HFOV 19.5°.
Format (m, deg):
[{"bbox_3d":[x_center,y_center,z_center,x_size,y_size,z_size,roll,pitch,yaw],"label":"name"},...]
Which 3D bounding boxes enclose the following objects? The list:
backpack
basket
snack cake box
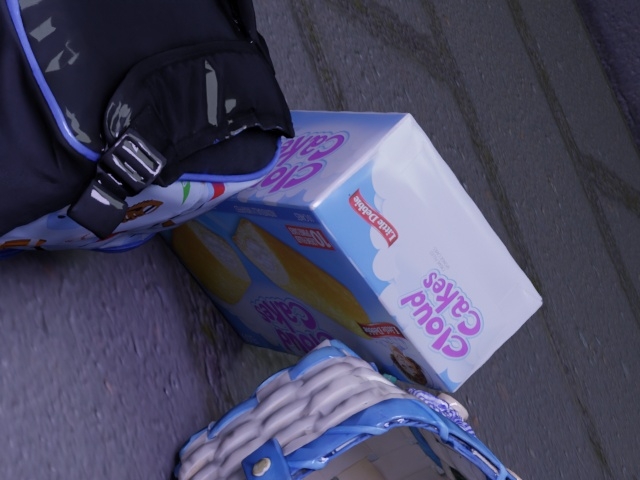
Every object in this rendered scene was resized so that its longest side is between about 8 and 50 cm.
[{"bbox_3d":[-0.143,-0.103,1.018,0.263,0.213,0.276,2,68,-58],"label":"backpack"},{"bbox_3d":[0.037,0.203,1.053,0.255,0.201,0.289,50,10,-33],"label":"basket"},{"bbox_3d":[0.000,0.000,1.180,0.152,0.089,0.264,54,-21,-21],"label":"snack cake box"}]
